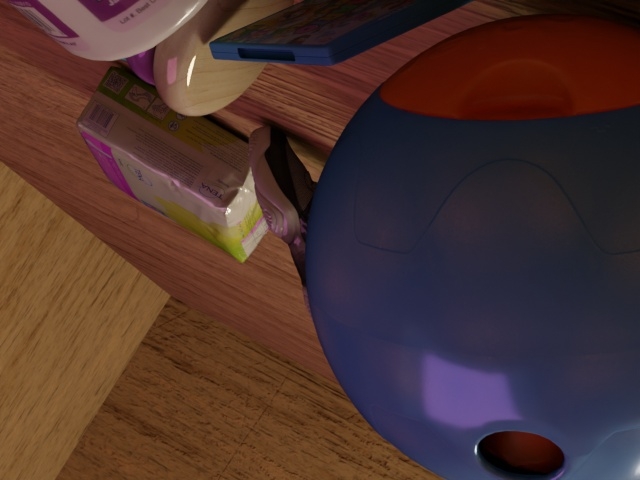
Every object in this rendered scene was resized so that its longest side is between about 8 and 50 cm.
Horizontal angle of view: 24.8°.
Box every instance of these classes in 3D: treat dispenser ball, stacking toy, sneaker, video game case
[{"bbox_3d":[0.135,0.011,0.861,0.288,0.288,0.288,30,170,6],"label":"treat dispenser ball"},{"bbox_3d":[-0.183,-0.235,1.128,0.330,0.141,0.141,35,172,20],"label":"stacking toy"},{"bbox_3d":[0.031,-0.019,1.579,0.101,0.153,0.268,-28,-86,-82],"label":"sneaker"},{"bbox_3d":[0.011,-0.148,0.981,0.166,0.119,0.015,15,128,59],"label":"video game case"}]

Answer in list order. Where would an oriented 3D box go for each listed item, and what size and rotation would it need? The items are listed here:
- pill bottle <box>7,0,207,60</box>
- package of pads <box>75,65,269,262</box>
[{"bbox_3d":[-0.195,-0.257,0.889,0.169,0.169,0.301,21,165,46],"label":"pill bottle"},{"bbox_3d":[-0.169,-0.084,1.832,0.229,0.101,0.296,30,170,8],"label":"package of pads"}]
